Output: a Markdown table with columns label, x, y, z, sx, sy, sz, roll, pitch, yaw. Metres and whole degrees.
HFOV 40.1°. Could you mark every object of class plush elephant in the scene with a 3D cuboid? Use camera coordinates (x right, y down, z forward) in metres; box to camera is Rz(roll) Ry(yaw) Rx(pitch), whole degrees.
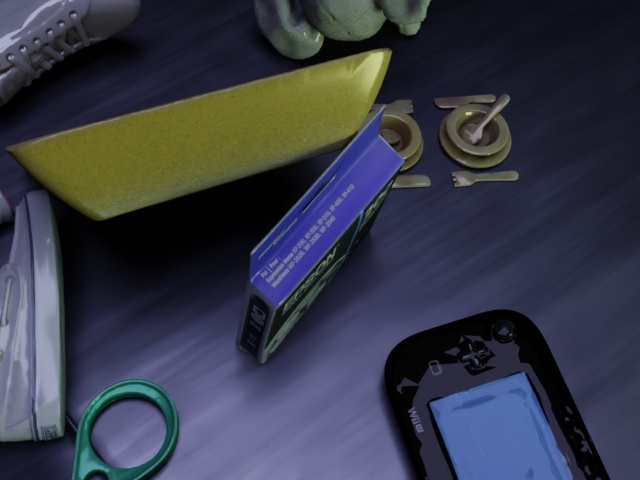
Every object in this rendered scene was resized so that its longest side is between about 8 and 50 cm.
| label | x | y | z | sx | sy | sz | roll | pitch | yaw |
| --- | --- | --- | --- | --- | --- | --- | --- | --- | --- |
| plush elephant | 0.058 | -0.349 | 1.047 | 0.272 | 0.255 | 0.330 | 5 | 11 | 41 |

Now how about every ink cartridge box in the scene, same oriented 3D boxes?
| label | x | y | z | sx | sy | sz | roll | pitch | yaw |
| --- | --- | --- | --- | --- | --- | --- | --- | --- | --- |
| ink cartridge box | 0.000 | 0.000 | 0.844 | 0.045 | 0.208 | 0.206 | 35 | 63 | 10 |

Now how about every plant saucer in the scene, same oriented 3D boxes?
| label | x | y | z | sx | sy | sz | roll | pitch | yaw |
| --- | --- | --- | --- | --- | --- | --- | --- | --- | --- |
| plant saucer | -0.124 | -0.093 | 0.866 | 0.333 | 0.333 | 0.081 | -18 | 99 | -15 |

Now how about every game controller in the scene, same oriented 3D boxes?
| label | x | y | z | sx | sy | sz | roll | pitch | yaw |
| --- | --- | --- | --- | --- | --- | --- | --- | --- | --- |
| game controller | 0.177 | 0.220 | 0.818 | 0.166 | 0.067 | 0.319 | -13 | 62 | -13 |

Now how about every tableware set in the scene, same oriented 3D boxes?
| label | x | y | z | sx | sy | sz | roll | pitch | yaw |
| --- | --- | --- | --- | --- | --- | --- | --- | --- | --- |
| tableware set | 0.133 | -0.126 | 1.027 | 0.194 | 0.039 | 0.128 | -5 | 61 | -9 |

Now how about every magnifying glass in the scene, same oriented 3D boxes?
| label | x | y | z | sx | sy | sz | roll | pitch | yaw |
| --- | --- | --- | --- | --- | --- | --- | --- | --- | --- |
| magnifying glass | -0.208 | 0.229 | 0.797 | 0.092 | 0.026 | 0.231 | 24 | 61 | 8 |

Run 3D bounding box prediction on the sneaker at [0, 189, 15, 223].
| label | x | y | z | sx | sy | sz | roll | pitch | yaw |
| --- | --- | --- | --- | --- | --- | --- | --- | --- | --- |
| sneaker | -0.407 | -0.056 | 0.918 | 0.170 | 0.063 | 0.075 | 35 | 56 | 8 |

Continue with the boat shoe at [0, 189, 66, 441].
| label | x | y | z | sx | sy | sz | roll | pitch | yaw |
| --- | --- | --- | --- | --- | --- | --- | --- | --- | --- |
| boat shoe | -0.292 | 0.065 | 0.843 | 0.084 | 0.095 | 0.258 | -4 | 59 | -13 |

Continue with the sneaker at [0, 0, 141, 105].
| label | x | y | z | sx | sy | sz | roll | pitch | yaw |
| --- | --- | --- | --- | --- | --- | --- | --- | --- | --- |
| sneaker | -0.336 | -0.210 | 1.000 | 0.290 | 0.106 | 0.123 | -18 | 67 | -3 |
